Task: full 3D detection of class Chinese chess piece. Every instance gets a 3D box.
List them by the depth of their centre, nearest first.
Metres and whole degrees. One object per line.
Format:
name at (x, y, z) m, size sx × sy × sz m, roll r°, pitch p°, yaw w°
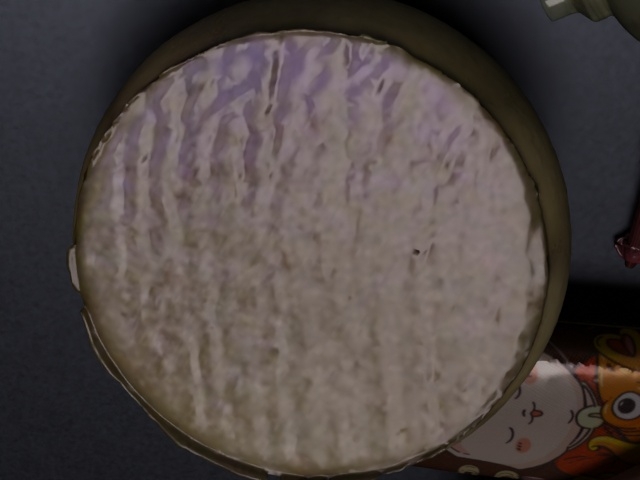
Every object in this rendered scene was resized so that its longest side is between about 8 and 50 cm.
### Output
Chinese chess piece at (0.000, 0.000, 0.738) m, size 0.270 × 0.112 × 0.270 m, roll 3°, pitch 109°, yaw 7°

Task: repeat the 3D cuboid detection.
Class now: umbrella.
umbrella at (0.203, -0.047, 0.795) m, size 0.027 × 0.025 × 0.165 m, roll -7°, pitch 133°, yaw -17°

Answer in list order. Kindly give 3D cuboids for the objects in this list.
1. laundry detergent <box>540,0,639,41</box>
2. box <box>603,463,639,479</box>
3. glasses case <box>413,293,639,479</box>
laundry detergent at (0.224, -0.171, 0.654) m, size 0.253 × 0.091 × 0.181 m, roll -21°, pitch 123°, yaw 18°
box at (0.286, 0.270, 0.856) m, size 0.239 × 0.229 × 0.339 m, roll 20°, pitch 139°, yaw -40°
glasses case at (0.149, 0.096, 0.873) m, size 0.321 × 0.082 × 0.122 m, roll 5°, pitch 133°, yaw -2°
